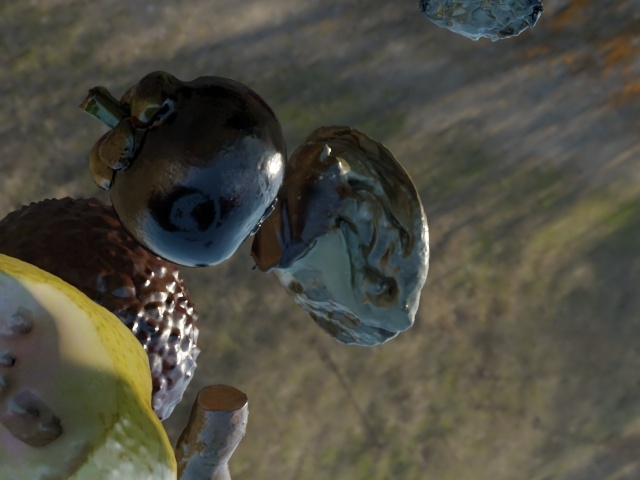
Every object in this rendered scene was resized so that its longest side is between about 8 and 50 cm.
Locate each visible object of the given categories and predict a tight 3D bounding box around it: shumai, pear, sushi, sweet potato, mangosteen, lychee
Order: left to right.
[{"bbox_3d":[-0.218,0.128,0.941,0.271,0.271,0.271,-29,168,-7],"label":"pear"},{"bbox_3d":[-0.249,0.086,1.556,0.260,0.260,0.260,-29,168,-7],"label":"lychee"},{"bbox_3d":[-0.099,-0.059,1.118,0.137,0.151,0.137,-52,-168,15],"label":"mangosteen"},{"bbox_3d":[-0.111,0.262,1.522,0.059,0.067,0.281,-14,123,-37],"label":"sweet potato"},{"bbox_3d":[0.000,0.000,1.369,0.120,0.201,0.201,-11,159,-38],"label":"shumai"},{"bbox_3d":[0.128,-0.284,1.478,0.147,0.115,0.212,-9,142,28],"label":"sushi"}]
